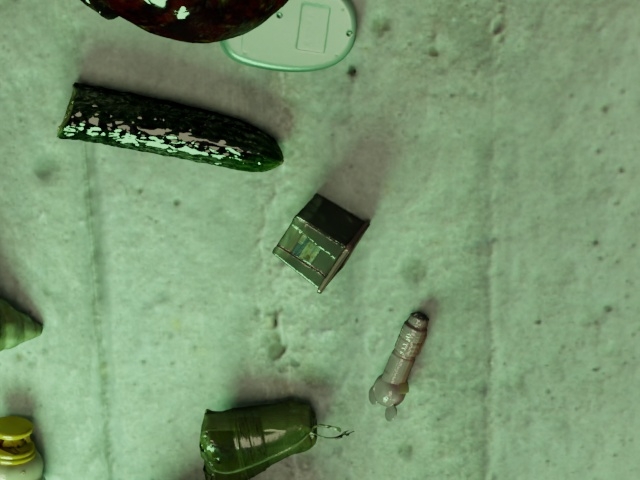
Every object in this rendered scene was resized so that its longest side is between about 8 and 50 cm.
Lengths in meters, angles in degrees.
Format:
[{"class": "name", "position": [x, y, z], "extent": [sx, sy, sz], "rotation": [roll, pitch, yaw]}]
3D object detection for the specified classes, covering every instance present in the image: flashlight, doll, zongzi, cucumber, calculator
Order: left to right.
[{"class": "doll", "position": [-0.329, 0.245, 1.697], "extent": [0.084, 0.073, 0.127], "rotation": [20, 113, 37]}, {"class": "cucumber", "position": [-0.138, -0.100, 1.532], "extent": [0.215, 0.052, 0.058], "rotation": [12, 133, 4]}, {"class": "calculator", "position": [-0.042, -0.201, 1.492], "extent": [0.153, 0.021, 0.095], "rotation": [9, 112, 2]}, {"class": "zongzi", "position": [-0.043, 0.216, 1.656], "extent": [0.154, 0.062, 0.130], "rotation": [-7, 132, -5]}, {"class": "flashlight", "position": [0.080, 0.120, 1.597], "extent": [0.031, 0.052, 0.110], "rotation": [10, 111, -34]}]

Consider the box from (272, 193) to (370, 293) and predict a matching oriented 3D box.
[{"class": "box", "position": [0.000, 0.000, 1.535], "extent": [0.063, 0.084, 0.060], "rotation": [33, 114, 4]}]

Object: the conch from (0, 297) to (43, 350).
[{"class": "conch", "position": [-0.465, 0.076, 1.592], "extent": [0.386, 0.169, 0.203], "rotation": [8, 109, -10]}]

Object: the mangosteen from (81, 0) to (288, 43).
[{"class": "mangosteen", "position": [-0.133, -0.286, 1.390], "extent": [0.289, 0.231, 0.231], "rotation": [13, 119, 43]}]
